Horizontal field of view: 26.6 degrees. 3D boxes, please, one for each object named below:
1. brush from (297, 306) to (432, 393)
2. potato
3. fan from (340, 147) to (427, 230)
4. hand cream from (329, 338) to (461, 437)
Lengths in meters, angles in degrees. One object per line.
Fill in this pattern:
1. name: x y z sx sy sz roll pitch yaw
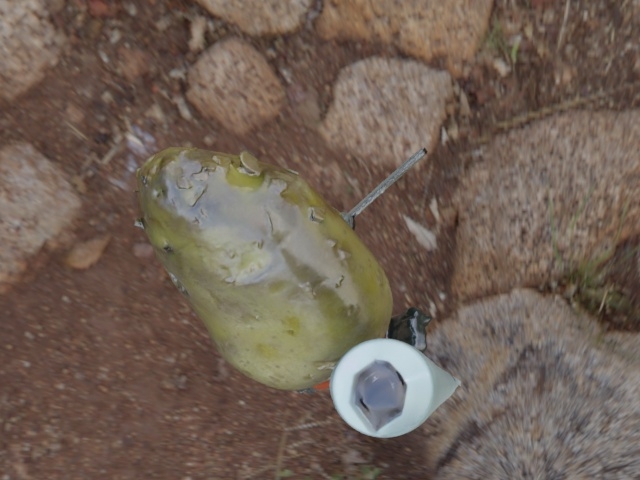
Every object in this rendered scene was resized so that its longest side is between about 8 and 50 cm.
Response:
1. brush: 0.038 0.140 1.583 0.051 0.323 0.070 4 71 -23
2. potato: -0.053 0.019 1.261 0.192 0.296 0.141 -18 38 35
3. fan: -0.014 0.021 1.481 0.294 0.223 0.012 -32 108 26
4. hand cream: 0.056 0.114 1.058 0.109 0.320 0.067 3 84 6
